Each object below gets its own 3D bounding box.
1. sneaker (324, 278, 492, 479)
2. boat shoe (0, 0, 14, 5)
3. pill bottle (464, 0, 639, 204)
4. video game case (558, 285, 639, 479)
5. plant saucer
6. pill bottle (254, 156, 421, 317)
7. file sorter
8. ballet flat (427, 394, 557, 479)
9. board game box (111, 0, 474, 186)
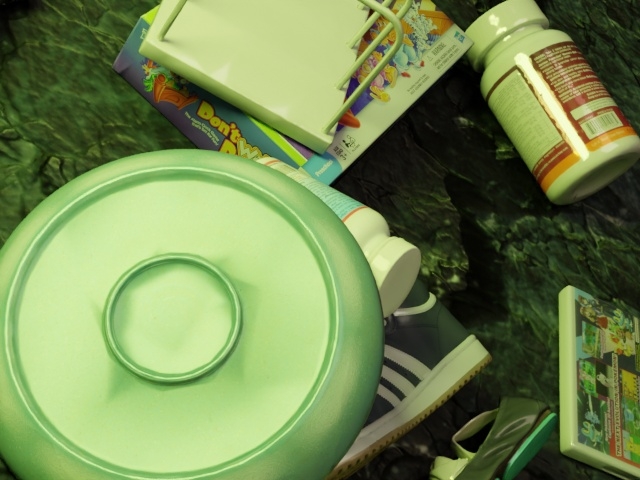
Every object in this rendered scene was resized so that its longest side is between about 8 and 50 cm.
[{"bbox_3d":[0.021,0.107,1.094,0.153,0.099,0.282,53,41,8],"label":"sneaker"},{"bbox_3d":[-0.279,-0.259,1.178,0.065,0.075,0.206,23,43,-15],"label":"boat shoe"},{"bbox_3d":[0.257,-0.160,1.446,0.121,0.121,0.221,-14,67,-41],"label":"pill bottle"},{"bbox_3d":[0.325,0.162,1.322,0.183,0.023,0.201,25,48,-18],"label":"video game case"},{"bbox_3d":[-0.109,0.064,0.961,0.317,0.044,0.318,0,67,-1],"label":"plant saucer"},{"bbox_3d":[0.000,0.000,1.067,0.160,0.087,0.087,29,38,26],"label":"pill bottle"},{"bbox_3d":[-0.012,-0.264,1.186,0.192,0.173,0.278,29,45,-15],"label":"file sorter"},{"bbox_3d":[0.137,0.205,1.131,0.074,0.074,0.203,45,50,2],"label":"ballet flat"},{"bbox_3d":[-0.015,-0.191,1.309,0.233,0.078,0.347,43,44,0],"label":"board game box"}]
